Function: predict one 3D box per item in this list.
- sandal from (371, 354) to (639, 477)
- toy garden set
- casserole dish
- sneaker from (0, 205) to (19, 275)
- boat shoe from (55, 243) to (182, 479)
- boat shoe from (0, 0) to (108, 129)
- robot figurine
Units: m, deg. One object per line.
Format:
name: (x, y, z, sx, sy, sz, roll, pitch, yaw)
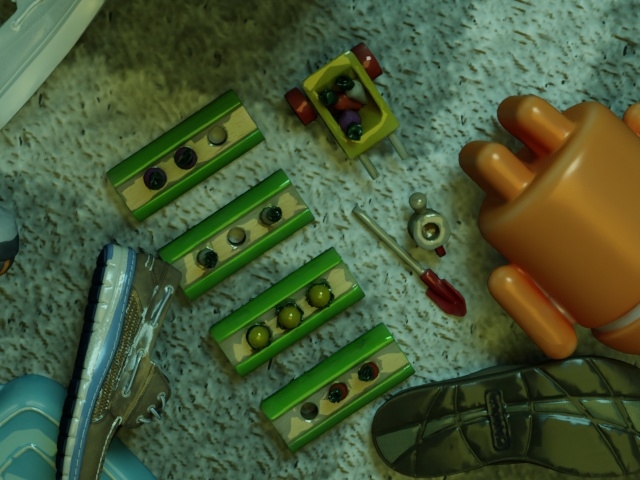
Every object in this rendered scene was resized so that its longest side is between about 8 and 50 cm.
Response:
sandal: (0.148, 0.131, 1.209, 0.219, 0.060, 0.090, -9, 93, 10)
toy garden set: (0.000, 0.000, 1.174, 0.204, 0.049, 0.244, -33, 100, 0)
casserole dish: (-0.187, 0.183, 1.189, 0.114, 0.037, 0.188, -42, 101, 1)
sneaker: (-0.353, 0.064, 1.123, 0.321, 0.124, 0.180, -5, 103, 6)
boat shoe: (-0.136, 0.098, 1.139, 0.066, 0.066, 0.183, 13, 88, -14)
boat shoe: (-0.188, -0.158, 1.130, 0.063, 0.066, 0.184, 38, 102, -11)
robot figurine: (0.199, -0.010, 1.154, 0.219, 0.128, 0.158, 42, 49, -10)
